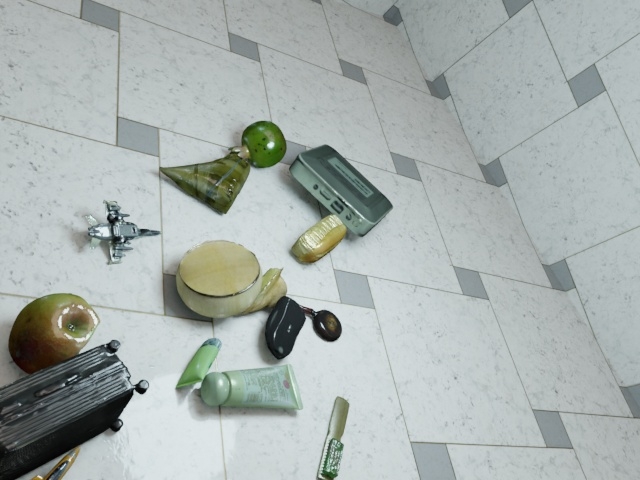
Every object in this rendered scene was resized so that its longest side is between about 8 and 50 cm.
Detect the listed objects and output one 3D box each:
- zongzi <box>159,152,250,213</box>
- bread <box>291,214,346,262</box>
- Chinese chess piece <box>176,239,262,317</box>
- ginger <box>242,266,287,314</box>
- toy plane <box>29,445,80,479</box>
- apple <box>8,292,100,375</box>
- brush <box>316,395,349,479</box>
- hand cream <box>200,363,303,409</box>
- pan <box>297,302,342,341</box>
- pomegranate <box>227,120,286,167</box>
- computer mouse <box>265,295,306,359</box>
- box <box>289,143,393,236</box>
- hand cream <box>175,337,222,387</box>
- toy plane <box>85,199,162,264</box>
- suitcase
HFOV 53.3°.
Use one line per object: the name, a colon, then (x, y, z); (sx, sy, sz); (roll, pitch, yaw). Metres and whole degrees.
zongzi: (-0.396, -0.248, 2.230); (0.275, 0.125, 0.250); (28, 42, -6)
bread: (0.000, 0.000, 2.294); (0.106, 0.140, 0.236); (49, 42, 6)
Chinese chess piece: (-0.303, 0.113, 1.914); (0.258, 0.104, 0.257); (5, 43, -5)
ginger: (-0.176, 0.186, 2.023); (0.193, 0.115, 0.122); (-48, 121, -30)
toy plane: (-0.613, 0.559, 1.329); (0.204, 0.103, 0.316); (40, 32, -4)
apple: (-0.647, 0.222, 1.538); (0.174, 0.188, 0.207); (22, 46, -28)
brush: (0.046, 0.577, 1.871); (0.054, 0.048, 0.282); (34, 38, -13)
hand cream: (-0.187, 0.414, 1.800); (0.306, 0.093, 0.147); (8, 50, -36)
pan: (-0.012, 0.252, 2.130); (0.212, 0.040, 0.114); (37, 34, -5)
pomegranate: (-0.242, -0.354, 2.423); (0.225, 0.187, 0.187); (-26, 70, -22)
computer mouse: (-0.119, 0.274, 1.983); (0.122, 0.074, 0.217); (58, 40, -30)
box: (0.090, -0.207, 2.517); (0.396, 0.111, 0.396); (42, 23, 3)
hand cream: (-0.330, 0.340, 1.769); (0.046, 0.095, 0.175); (60, 30, -25)
toy plane: (-0.575, -0.027, 1.906); (0.262, 0.088, 0.192); (-3, 83, -43)
suitcase: (-0.583, 0.384, 1.400); (0.152, 0.229, 0.335); (50, 40, 16)
